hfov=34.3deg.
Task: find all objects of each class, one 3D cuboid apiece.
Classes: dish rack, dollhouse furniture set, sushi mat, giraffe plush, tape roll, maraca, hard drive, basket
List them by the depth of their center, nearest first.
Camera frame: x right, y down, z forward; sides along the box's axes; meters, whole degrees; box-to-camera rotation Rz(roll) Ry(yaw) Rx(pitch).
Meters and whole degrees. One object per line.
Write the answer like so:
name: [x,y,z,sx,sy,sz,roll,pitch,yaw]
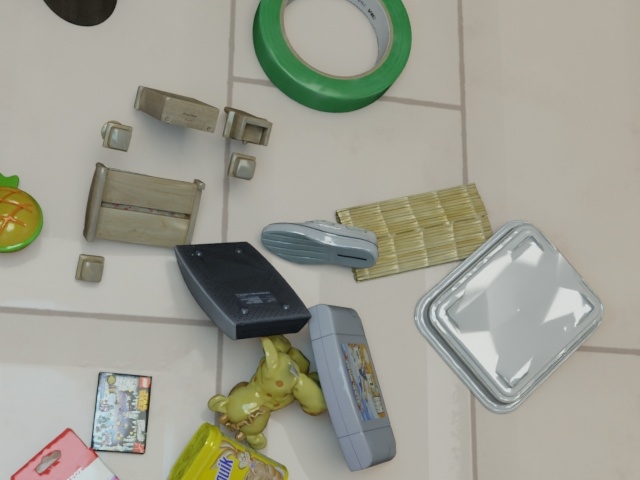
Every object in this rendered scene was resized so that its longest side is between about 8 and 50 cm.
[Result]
maraca: [-0.561,-0.051,1.826,0.127,0.099,0.185,-20,54,-23]
giraffe plush: [-0.097,0.275,1.836,0.170,0.210,0.181,-43,81,5]
hard drive: [-0.145,0.087,1.840,0.172,0.054,0.254,-4,33,-33]
basket: [-0.450,-0.542,1.931,0.154,0.227,0.204,-22,81,-21]
dollhouse furniture set: [-0.288,-0.094,1.948,0.303,0.174,0.355,10,101,-26]
dish rack: [0.384,0.141,2.037,0.333,0.072,0.285,-40,87,-17]
sushi mat: [0.194,-0.018,2.075,0.317,0.019,0.151,-11,78,-19]
tape roll: [0.025,-0.422,2.116,0.321,0.077,0.321,5,72,-14]

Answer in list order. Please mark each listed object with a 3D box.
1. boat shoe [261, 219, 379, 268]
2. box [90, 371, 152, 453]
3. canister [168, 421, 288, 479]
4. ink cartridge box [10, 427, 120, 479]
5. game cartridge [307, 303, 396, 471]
boat shoe: [0.000,0.000,1.988,0.226,0.083,0.075,14,42,-4]
box: [-0.348,0.302,1.816,0.094,0.027,0.137,7,72,-15]
canister: [-0.156,0.405,1.786,0.170,0.073,0.126,32,94,-20]
ink cartridge box: [-0.395,0.442,1.733,0.134,0.078,0.231,-41,88,-23]
game cartridge: [0.056,0.260,1.864,0.062,0.198,0.297,-18,79,12]
